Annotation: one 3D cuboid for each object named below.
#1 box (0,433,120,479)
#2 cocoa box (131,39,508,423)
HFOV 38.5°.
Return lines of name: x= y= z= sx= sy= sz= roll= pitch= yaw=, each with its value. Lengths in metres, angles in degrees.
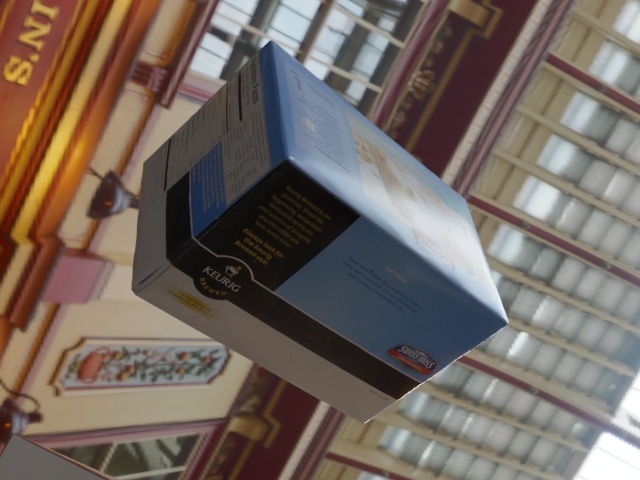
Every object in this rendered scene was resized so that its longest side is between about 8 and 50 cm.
box: x=-0.218 y=0.362 z=1.008 sx=0.215 sy=0.345 sz=0.168 roll=20 pitch=-108 yaw=18
cocoa box: x=0.000 y=0.000 z=1.022 sx=0.228 sy=0.347 sz=0.231 roll=-39 pitch=-145 yaw=24
